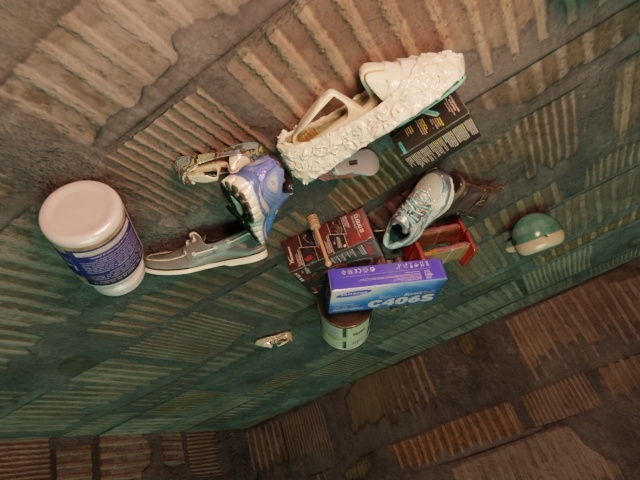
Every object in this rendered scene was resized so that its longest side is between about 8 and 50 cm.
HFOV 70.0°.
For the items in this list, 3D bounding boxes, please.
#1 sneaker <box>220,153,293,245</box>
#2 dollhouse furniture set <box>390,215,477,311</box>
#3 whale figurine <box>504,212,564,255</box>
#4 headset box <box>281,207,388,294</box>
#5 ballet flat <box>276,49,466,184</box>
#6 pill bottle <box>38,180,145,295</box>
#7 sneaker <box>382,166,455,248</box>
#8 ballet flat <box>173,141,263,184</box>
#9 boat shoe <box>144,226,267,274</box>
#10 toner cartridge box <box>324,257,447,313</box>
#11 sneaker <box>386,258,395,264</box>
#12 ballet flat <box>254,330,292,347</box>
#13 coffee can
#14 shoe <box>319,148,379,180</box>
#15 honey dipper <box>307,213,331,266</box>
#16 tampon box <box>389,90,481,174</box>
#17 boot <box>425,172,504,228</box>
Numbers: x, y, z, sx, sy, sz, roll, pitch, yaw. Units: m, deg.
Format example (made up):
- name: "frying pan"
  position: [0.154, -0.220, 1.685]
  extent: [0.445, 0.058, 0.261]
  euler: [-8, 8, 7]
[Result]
- name: "sneaker"
  position: [-0.122, -0.091, 1.011]
  extent: [0.147, 0.130, 0.330]
  euler: [-42, 178, -14]
- name: "dollhouse furniture set"
  position: [0.357, 0.084, 1.593]
  extent: [0.201, 0.152, 0.374]
  euler: [-10, 149, -16]
- name: "whale figurine"
  position: [0.789, -0.026, 1.722]
  extent: [0.216, 0.141, 0.272]
  euler: [-21, 176, 4]
- name: "headset box"
  position: [0.062, 0.034, 1.381]
  extent: [0.293, 0.110, 0.218]
  euler: [-23, 150, 8]
- name: "ballet flat"
  position: [0.079, -0.254, 0.885]
  extent: [0.409, 0.147, 0.147]
  euler: [-32, 149, 22]
- name: "pill bottle"
  position: [-0.470, 0.008, 0.978]
  extent: [0.153, 0.153, 0.265]
  euler: [-12, 150, -13]
- name: "sneaker"
  position: [0.264, -0.073, 1.256]
  extent: [0.122, 0.110, 0.283]
  euler: [-29, 153, -43]
- name: "ballet flat"
  position: [-0.206, -0.153, 0.950]
  extent: [0.188, 0.070, 0.070]
  euler: [-15, 151, -8]
- name: "boat shoe"
  position: [-0.302, 0.018, 1.189]
  extent: [0.319, 0.116, 0.099]
  euler: [-8, 107, -6]
- name: "toner cartridge box"
  position: [0.193, 0.141, 1.398]
  extent: [0.348, 0.075, 0.165]
  euler: [-6, 147, -6]
- name: "sneaker"
  position: [0.214, 0.119, 1.652]
  extent: [0.161, 0.075, 0.057]
  euler: [-7, 149, -20]
- name: "ballet flat"
  position: [-0.203, 0.437, 1.978]
  extent: [0.168, 0.052, 0.057]
  euler: [-16, 151, -4]
- name: "coffee can"
  position: [0.092, 0.276, 1.722]
  extent: [0.201, 0.201, 0.275]
  euler: [-15, 151, -6]
- name: "shoe"
  position: [0.059, -0.177, 1.075]
  extent: [0.081, 0.063, 0.178]
  euler: [-2, -172, 43]
- name: "honey dipper"
  position: [0.000, 0.000, 1.233]
  extent: [0.030, 0.161, 0.030]
  euler: [-15, 150, -9]
- name: "tampon box"
  position: [0.239, -0.247, 0.991]
  extent: [0.161, 0.120, 0.101]
  euler: [-31, 149, 21]
- name: "boot"
  position: [0.409, -0.093, 1.389]
  extent: [0.229, 0.091, 0.263]
  euler: [10, 138, -40]
